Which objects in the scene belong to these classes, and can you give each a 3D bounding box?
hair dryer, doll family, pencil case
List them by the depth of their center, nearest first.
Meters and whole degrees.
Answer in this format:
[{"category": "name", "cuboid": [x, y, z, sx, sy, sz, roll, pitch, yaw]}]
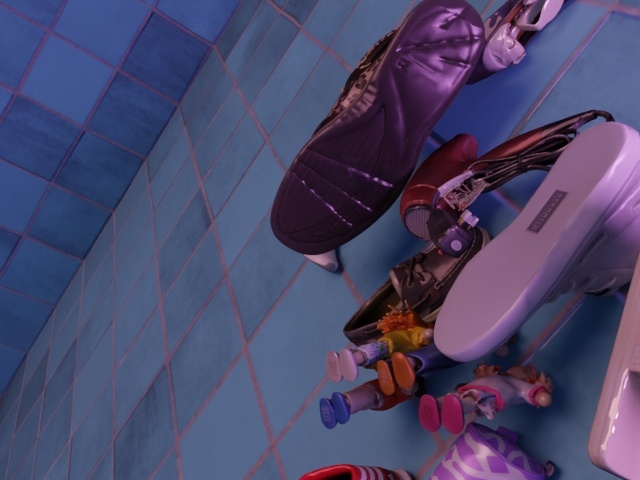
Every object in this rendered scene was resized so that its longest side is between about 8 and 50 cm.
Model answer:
[{"category": "pencil case", "cuboid": [0.124, 0.266, 0.621, 0.206, 0.086, 0.088, -57, -6, 6]}, {"category": "doll family", "cuboid": [0.116, 0.120, 0.693, 0.263, 0.163, 0.118, -16, 84, 53]}, {"category": "hair dryer", "cuboid": [0.196, -0.072, 0.771, 0.223, 0.080, 0.293, -31, 20, 2]}]

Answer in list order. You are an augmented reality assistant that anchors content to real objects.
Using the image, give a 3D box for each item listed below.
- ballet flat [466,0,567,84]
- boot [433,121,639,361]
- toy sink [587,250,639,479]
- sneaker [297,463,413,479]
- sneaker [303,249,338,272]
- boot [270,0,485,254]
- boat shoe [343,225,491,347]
[{"category": "ballet flat", "cuboid": [0.264, -0.286, 0.885, 0.203, 0.074, 0.074, -48, 31, 21]}, {"category": "boot", "cuboid": [0.225, 0.027, 0.603, 0.258, 0.123, 0.095, -51, 24, 4]}, {"category": "toy sink", "cuboid": [0.298, 0.066, 0.428, 0.131, 0.153, 0.234, 1, 66, 59]}, {"category": "sneaker", "cuboid": [-0.006, 0.321, 0.738, 0.221, 0.128, 0.087, -54, 29, 14]}, {"category": "sneaker", "cuboid": [0.000, 0.000, 1.091, 0.061, 0.054, 0.152, -52, 29, 13]}, {"category": "boot", "cuboid": [0.071, -0.167, 0.949, 0.377, 0.138, 0.284, -57, 7, 14]}, {"category": "boat shoe", "cuboid": [0.115, 0.061, 0.820, 0.223, 0.073, 0.080, -50, 28, 21]}]
